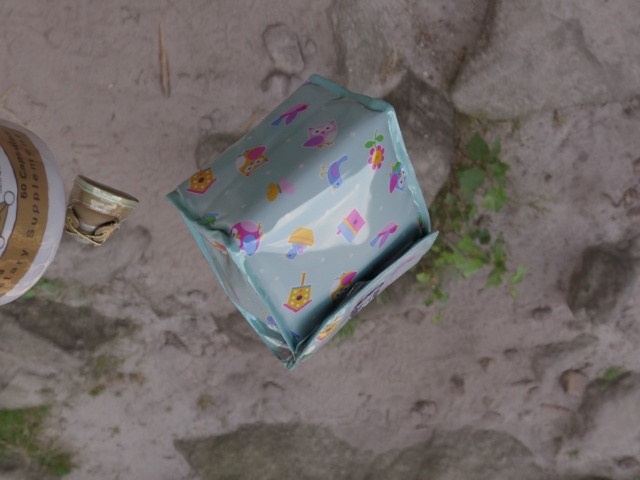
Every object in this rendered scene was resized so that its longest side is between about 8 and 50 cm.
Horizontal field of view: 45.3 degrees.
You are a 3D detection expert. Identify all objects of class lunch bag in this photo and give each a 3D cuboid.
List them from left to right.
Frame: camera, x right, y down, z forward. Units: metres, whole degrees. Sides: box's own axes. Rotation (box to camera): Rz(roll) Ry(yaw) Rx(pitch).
[{"bbox_3d":[0.000,0.000,0.817,0.223,0.160,0.262,-41,133,-17],"label":"lunch bag"}]

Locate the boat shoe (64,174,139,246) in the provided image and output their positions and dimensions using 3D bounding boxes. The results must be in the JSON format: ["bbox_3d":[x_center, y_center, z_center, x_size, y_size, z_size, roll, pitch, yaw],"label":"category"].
[{"bbox_3d":[-0.170,-0.018,0.578,0.050,0.135,0.045,24,81,-15],"label":"boat shoe"}]

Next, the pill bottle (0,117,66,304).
[{"bbox_3d":[-0.266,-0.030,0.427,0.131,0.131,0.229,-29,164,17],"label":"pill bottle"}]
